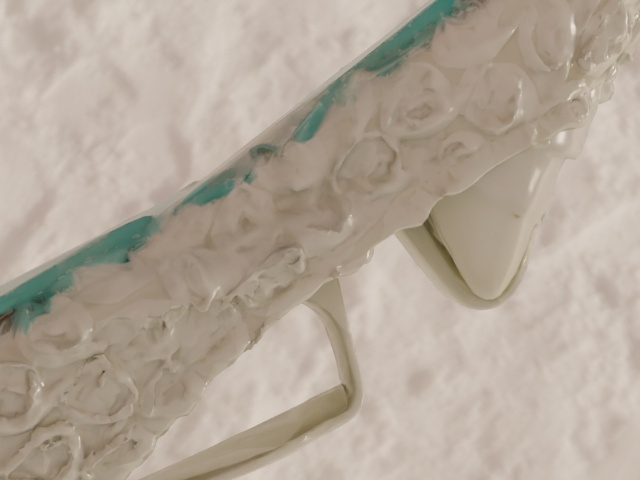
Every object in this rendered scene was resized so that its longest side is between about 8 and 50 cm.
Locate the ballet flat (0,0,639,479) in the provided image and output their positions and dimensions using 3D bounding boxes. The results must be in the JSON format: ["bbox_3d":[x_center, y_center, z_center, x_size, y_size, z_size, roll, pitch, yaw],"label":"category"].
[{"bbox_3d":[0.000,0.000,0.715,0.409,0.147,0.147,-35,90,-8],"label":"ballet flat"}]
